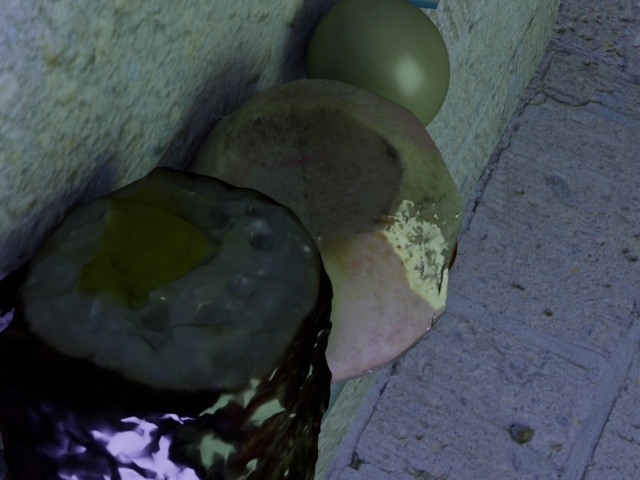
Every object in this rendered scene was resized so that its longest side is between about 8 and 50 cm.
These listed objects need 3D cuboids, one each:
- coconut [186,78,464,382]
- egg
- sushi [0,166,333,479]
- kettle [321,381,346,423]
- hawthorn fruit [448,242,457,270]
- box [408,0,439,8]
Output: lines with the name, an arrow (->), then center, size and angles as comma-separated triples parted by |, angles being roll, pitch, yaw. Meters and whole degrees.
coconut -> 0.000, 0.000, 1.126 | 0.352, 0.353, 0.352 | -58, 165, -26
egg -> 0.073, -0.222, 1.263 | 0.186, 0.186, 0.242 | -64, 162, -3
sushi -> -0.139, 0.131, 0.873 | 0.299, 0.281, 0.294 | -37, 145, -42
kettle -> -0.025, 0.200, 1.724 | 0.240, 0.165, 0.255 | -123, -125, -72
hawthorn fruit -> 0.136, 0.018, 1.902 | 0.261, 0.224, 0.224 | -49, 175, 30
box -> 0.130, -0.409, 1.373 | 0.232, 0.083, 0.142 | -27, 141, -66
